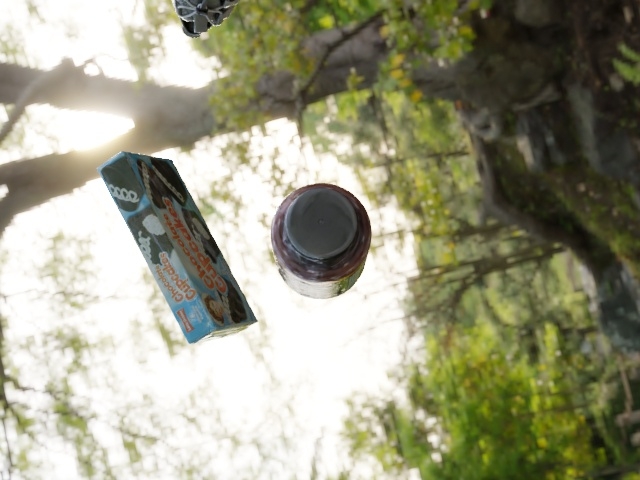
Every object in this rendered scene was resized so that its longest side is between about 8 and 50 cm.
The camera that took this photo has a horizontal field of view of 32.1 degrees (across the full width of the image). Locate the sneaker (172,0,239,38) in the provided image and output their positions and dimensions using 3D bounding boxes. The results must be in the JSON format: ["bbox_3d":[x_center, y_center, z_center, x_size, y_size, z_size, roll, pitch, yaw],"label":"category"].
[{"bbox_3d":[-0.127,-0.310,1.359,0.281,0.105,0.115,-173,95,-82],"label":"sneaker"}]

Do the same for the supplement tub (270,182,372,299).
[{"bbox_3d":[0.000,0.000,1.162,0.198,0.106,0.106,88,170,-79],"label":"supplement tub"}]

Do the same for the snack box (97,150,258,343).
[{"bbox_3d":[-0.228,0.011,1.807,0.321,0.060,0.187,61,-165,9],"label":"snack box"}]
